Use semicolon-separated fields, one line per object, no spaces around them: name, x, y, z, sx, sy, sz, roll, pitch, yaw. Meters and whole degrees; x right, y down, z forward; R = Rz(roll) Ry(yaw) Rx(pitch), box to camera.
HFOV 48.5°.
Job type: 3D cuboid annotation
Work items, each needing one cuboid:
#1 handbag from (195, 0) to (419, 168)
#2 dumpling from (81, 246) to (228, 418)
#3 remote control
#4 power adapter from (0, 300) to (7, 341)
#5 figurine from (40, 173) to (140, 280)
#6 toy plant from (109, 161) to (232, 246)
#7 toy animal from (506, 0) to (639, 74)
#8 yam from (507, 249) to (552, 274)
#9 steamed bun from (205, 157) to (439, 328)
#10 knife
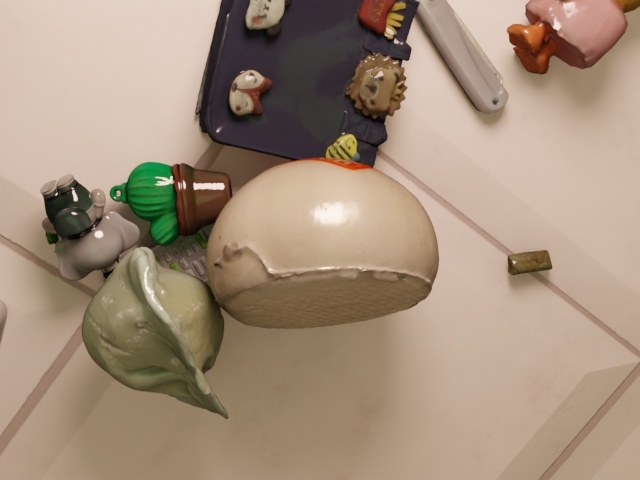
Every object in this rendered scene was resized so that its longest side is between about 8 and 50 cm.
handbag;-0.014;-0.278;1.154;0.329;0.122;0.303;12;104;-16
dumpling;-0.245;0.148;1.151;0.270;0.320;0.212;9;75;27
remote control;-0.252;0.043;1.250;0.250;0.034;0.103;-28;110;-1
power adapter;-0.598;0.173;1.134;0.130;0.205;0.125;16;103;-13
figurine;-0.381;-0.017;1.161;0.147;0.126;0.192;-28;119;-7
toy plant;-0.247;-0.063;1.184;0.200;0.105;0.143;-5;101;1
toy animal;0.452;-0.408;1.179;0.281;0.169;0.195;-54;151;3
yam;0.406;0.042;1.371;0.094;0.043;0.043;-7;108;-9
steamed bun;0.000;0.000;1.137;0.374;0.374;0.241;-1;69;-11
knife;0.241;-0.333;1.228;0.073;0.040;0.265;-43;110;-8
